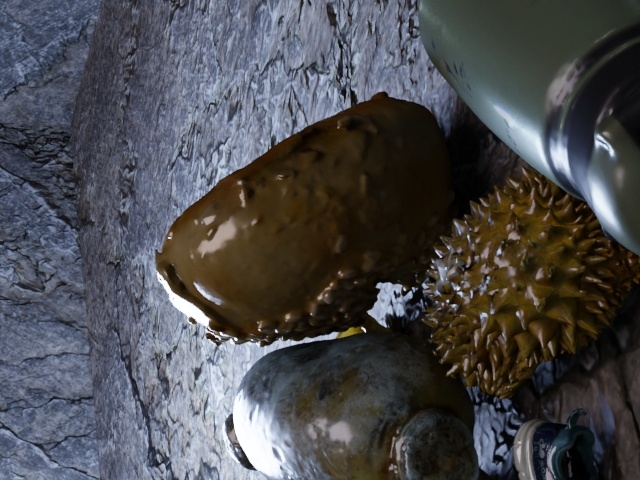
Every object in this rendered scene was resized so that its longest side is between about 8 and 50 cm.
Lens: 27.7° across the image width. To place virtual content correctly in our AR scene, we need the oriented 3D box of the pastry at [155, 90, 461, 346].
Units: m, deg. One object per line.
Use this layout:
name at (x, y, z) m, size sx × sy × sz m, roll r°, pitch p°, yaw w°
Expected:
pastry at (0.000, 0.000, 1.271) m, size 0.184 × 0.316 × 0.284 m, roll 58°, pitch 168°, yaw 5°

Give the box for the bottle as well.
bottle at (0.198, -0.110, 0.905) m, size 0.347 × 0.168 × 0.168 m, roll -118°, pitch 37°, yaw -54°

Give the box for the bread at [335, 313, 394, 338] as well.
bread at (0.035, 0.199, 1.415) m, size 0.160 × 0.088 × 0.233 m, roll 62°, pitch 141°, yaw 46°

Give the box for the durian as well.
durian at (0.151, 0.028, 1.071) m, size 0.249 × 0.138 × 0.183 m, roll 119°, pitch 139°, yaw -61°

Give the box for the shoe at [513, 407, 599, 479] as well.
shoe at (0.200, 0.205, 1.016) m, size 0.071 × 0.064 × 0.143 m, roll -29°, pitch 64°, yaw 45°

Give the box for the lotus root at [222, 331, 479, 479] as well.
lotus root at (0.017, 0.166, 1.220) m, size 0.349 × 0.175 × 0.175 m, roll -5°, pitch 82°, yaw 55°

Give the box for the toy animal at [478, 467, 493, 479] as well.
toy animal at (0.149, 0.274, 1.146) m, size 0.275 × 0.054 × 0.149 m, roll 177°, pitch 93°, yaw -68°
